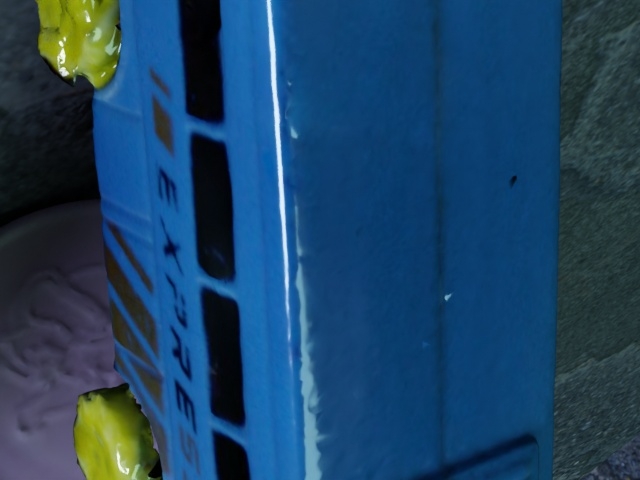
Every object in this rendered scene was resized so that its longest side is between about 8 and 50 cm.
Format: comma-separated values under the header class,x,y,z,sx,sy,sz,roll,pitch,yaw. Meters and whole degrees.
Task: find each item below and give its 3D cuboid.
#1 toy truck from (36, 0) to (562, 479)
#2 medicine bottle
class,x,y,z,sx,sy,sz,roll,pitch,yaw
toy truck,0.000,0.000,0.506,0.161,0.162,0.384,-15,112,-34
medicine bottle,-0.123,0.140,0.761,0.202,0.202,0.316,-22,154,-24
